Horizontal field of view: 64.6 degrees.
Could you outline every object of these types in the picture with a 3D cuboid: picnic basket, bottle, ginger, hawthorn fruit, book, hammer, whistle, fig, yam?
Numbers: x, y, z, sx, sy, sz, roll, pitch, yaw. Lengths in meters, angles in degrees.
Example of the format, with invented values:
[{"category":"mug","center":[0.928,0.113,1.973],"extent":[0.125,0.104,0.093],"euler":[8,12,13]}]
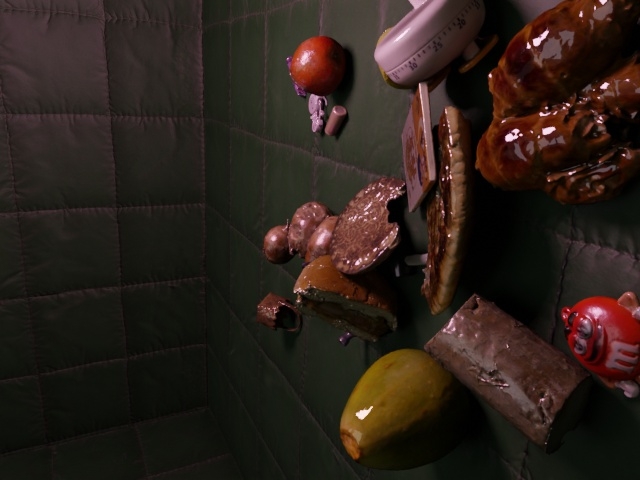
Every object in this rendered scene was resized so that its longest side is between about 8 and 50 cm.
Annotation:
[{"category":"picnic basket","center":[-0.154,0.293,2.018],"extent":[0.179,0.138,0.128],"euler":[16,124,21]},{"category":"bottle","center":[0.046,-0.369,1.568],"extent":[0.096,0.045,0.045],"euler":[120,137,-52]},{"category":"ginger","center":[0.387,-0.217,0.800],"extent":[0.274,0.152,0.357],"euler":[45,136,51]},{"category":"ginger","center":[0.000,0.000,1.568],"extent":[0.375,0.256,0.176],"euler":[15,144,46]},{"category":"hawthorn fruit","center":[-0.003,-0.523,1.508],"extent":[0.173,0.173,0.172],"euler":[21,114,61]},{"category":"book","center":[0.216,-0.192,1.128],"extent":[0.295,0.020,0.207],"euler":[76,-170,-81]},{"category":"hammer","center":[0.042,0.169,1.488],"extent":[0.290,0.137,0.037],"euler":[54,164,-23]},{"category":"whistle","center":[-0.087,-0.581,1.801],"extent":[0.033,0.033,0.176],"euler":[-50,52,55]},{"category":"fig","center":[0.183,0.391,1.138],"extent":[0.258,0.326,0.258],"euler":[16,114,41]},{"category":"yam","center":[0.333,0.223,0.928],"extent":[0.304,0.168,0.168],"euler":[40,131,37]}]

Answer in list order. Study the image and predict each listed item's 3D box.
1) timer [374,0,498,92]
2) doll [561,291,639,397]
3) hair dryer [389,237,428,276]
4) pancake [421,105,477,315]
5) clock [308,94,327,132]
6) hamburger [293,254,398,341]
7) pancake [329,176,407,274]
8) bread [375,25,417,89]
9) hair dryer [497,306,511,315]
[{"category":"timer","center":[0.205,-0.439,1.019],"extent":[0.240,0.233,0.233],"euler":[46,158,-16]},{"category":"doll","center":[0.472,0.160,0.787],"extent":[0.217,0.085,0.183],"euler":[42,133,41]},{"category":"hair dryer","center":[0.247,0.041,1.257],"extent":[0.198,0.057,0.100],"euler":[-5,91,55]},{"category":"pancake","center":[0.260,-0.047,1.056],"extent":[0.305,0.067,0.426],"euler":[-74,-18,-85]},{"category":"clock","center":[-0.010,-0.424,1.670],"extent":[0.087,0.041,0.129],"euler":[158,109,-66]},{"category":"hamburger","center":[0.079,0.140,1.372],"extent":[0.211,0.309,0.132],"euler":[-83,17,-56]},{"category":"pancake","center":[0.128,-0.042,1.319],"extent":[0.286,0.033,0.288],"euler":[-47,32,6]},{"category":"bread","center":[0.191,-0.438,1.207],"extent":[0.114,0.111,0.129],"euler":[-109,33,-40]},{"category":"hair dryer","center":[0.372,0.222,1.051],"extent":[0.106,0.054,0.154],"euler":[-43,67,52]}]
